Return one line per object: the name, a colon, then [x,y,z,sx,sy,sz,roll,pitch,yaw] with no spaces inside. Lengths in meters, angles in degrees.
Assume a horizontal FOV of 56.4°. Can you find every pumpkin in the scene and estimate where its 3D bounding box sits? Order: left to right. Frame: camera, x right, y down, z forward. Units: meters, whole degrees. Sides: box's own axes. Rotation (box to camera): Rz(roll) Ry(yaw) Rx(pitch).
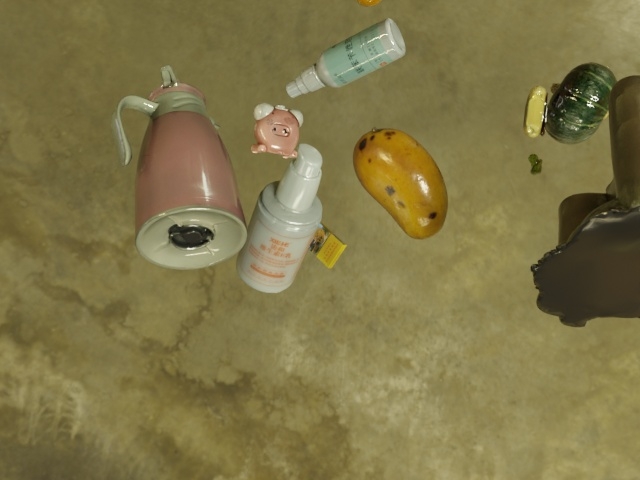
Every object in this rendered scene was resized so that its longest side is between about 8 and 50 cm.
pumpkin: [0.640,-0.343,1.481,0.152,0.211,0.211,26,114,10]

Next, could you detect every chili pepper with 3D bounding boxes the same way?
chili pepper: [0.301,-0.107,0.839,0.017,0.083,0.030,-10,107,17]

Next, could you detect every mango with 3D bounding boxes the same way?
mango: [0.121,-0.086,0.868,0.178,0.090,0.115,53,145,9]

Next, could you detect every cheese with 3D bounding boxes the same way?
cheese: [0.379,-0.230,1.052,0.036,0.162,0.086,5,107,18]

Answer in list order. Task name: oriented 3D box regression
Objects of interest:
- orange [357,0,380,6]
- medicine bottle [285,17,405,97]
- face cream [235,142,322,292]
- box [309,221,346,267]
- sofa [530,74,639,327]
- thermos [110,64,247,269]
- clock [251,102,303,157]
orange: [0.127,-0.656,1.568,0.083,0.070,0.083,0,103,-1]
medicine bottle: [0.057,-0.487,1.656,0.352,0.110,0.110,-19,112,28]
face cream: [-0.051,-0.035,0.890,0.101,0.101,0.251,21,132,-6]
box: [0.000,0.000,1.744,0.155,0.023,0.087,43,113,29]
sofa: [0.336,-0.036,0.679,0.182,0.200,0.258,9,149,10]
thermos: [-0.205,-0.110,0.845,0.176,0.265,0.146,15,139,-41]
clock: [-0.133,-0.349,1.883,0.166,0.093,0.162,5,93,-29]
